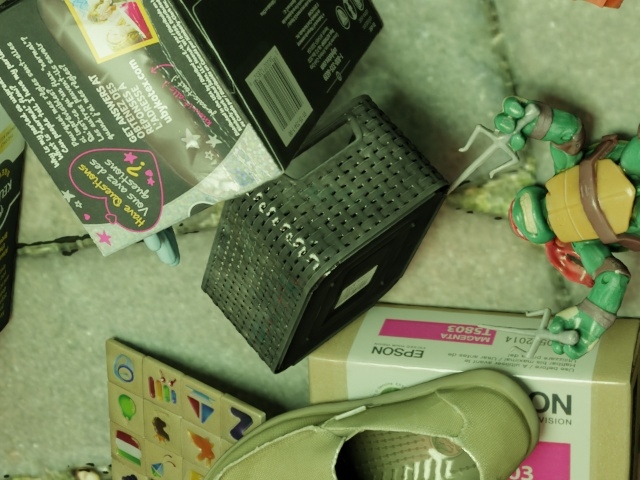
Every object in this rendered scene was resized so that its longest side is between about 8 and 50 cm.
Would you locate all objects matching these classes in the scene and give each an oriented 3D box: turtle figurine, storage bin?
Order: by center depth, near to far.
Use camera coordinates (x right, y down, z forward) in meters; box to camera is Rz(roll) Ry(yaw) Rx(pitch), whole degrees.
[{"bbox_3d":[0.179,-0.026,1.050,0.234,0.118,0.175,-20,100,47],"label":"turtle figurine"},{"bbox_3d":[0.000,0.000,1.072,0.084,0.122,0.180,48,155,13],"label":"storage bin"}]

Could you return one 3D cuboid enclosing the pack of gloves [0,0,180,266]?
[{"bbox_3d":[-0.147,-0.097,1.087,0.046,0.195,0.232,-32,107,0],"label":"pack of gloves"}]

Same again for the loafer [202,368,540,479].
[{"bbox_3d":[0.018,0.162,1.108,0.268,0.092,0.102,-25,94,23],"label":"loafer"}]

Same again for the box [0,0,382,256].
[{"bbox_3d":[-0.082,-0.127,1.001,0.142,0.247,0.163,-23,108,27],"label":"box"}]

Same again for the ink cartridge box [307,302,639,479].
[{"bbox_3d":[0.115,0.152,1.185,0.235,0.088,0.193,4,119,16],"label":"ink cartridge box"}]

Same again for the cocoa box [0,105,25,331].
[{"bbox_3d":[-0.379,0.023,1.111,0.231,0.347,0.228,15,121,9],"label":"cocoa box"}]

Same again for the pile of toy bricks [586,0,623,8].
[{"bbox_3d":[0.237,-0.154,0.960,0.212,0.105,0.118,31,120,9],"label":"pile of toy bricks"}]

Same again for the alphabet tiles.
[{"bbox_3d":[-0.076,0.200,1.258,0.237,0.009,0.198,22,126,30],"label":"alphabet tiles"}]
